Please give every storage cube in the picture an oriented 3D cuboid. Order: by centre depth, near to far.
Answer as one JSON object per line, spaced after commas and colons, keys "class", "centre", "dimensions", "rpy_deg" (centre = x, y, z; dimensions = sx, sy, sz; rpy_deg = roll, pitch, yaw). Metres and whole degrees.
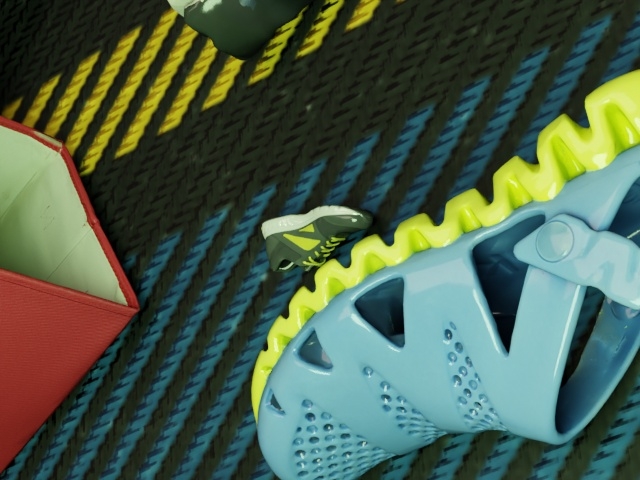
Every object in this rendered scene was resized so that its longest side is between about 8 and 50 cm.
{"class": "storage cube", "centre": [-0.272, 0.029, 1.177], "dimensions": [0.193, 0.215, 0.183], "rpy_deg": [-49, 47, 22]}

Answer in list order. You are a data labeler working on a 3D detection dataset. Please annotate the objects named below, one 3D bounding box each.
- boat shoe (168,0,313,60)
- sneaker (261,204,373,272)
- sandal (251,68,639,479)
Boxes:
{"class": "boat shoe", "centre": [-0.059, -0.290, 1.207], "dimensions": [0.158, 0.127, 0.340], "rpy_deg": [-34, 59, 18]}
{"class": "sneaker", "centre": [0.000, 0.000, 1.076], "dimensions": [0.083, 0.031, 0.035], "rpy_deg": [-13, 76, 42]}
{"class": "sandal", "centre": [0.094, 0.047, 0.907], "dimensions": [0.317, 0.126, 0.138], "rpy_deg": [-37, 54, 25]}
